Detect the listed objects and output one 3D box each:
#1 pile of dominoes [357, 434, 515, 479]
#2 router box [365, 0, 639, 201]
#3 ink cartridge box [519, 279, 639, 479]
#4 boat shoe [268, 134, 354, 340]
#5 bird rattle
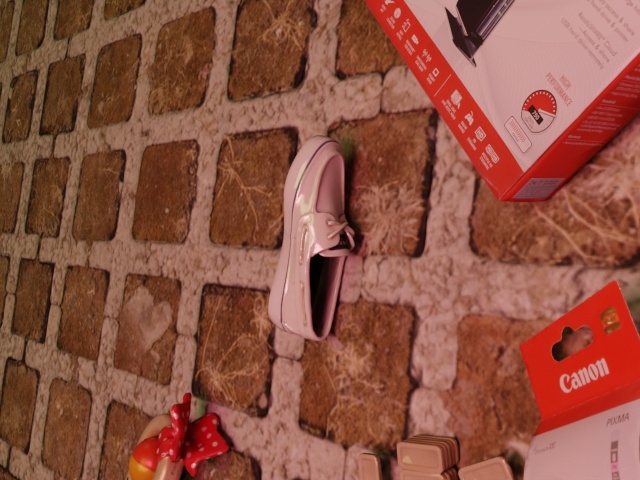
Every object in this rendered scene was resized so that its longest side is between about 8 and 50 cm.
[{"bbox_3d":[0.137,0.345,0.694,0.196,0.040,0.251,-10,84,41],"label":"pile of dominoes"},{"bbox_3d":[0.211,-0.260,0.635,0.301,0.082,0.335,-55,49,41],"label":"router box"},{"bbox_3d":[0.224,0.178,0.542,0.189,0.066,0.232,111,147,-61],"label":"ink cartridge box"},{"bbox_3d":[0.000,0.000,0.831,0.088,0.096,0.267,18,96,40],"label":"boat shoe"},{"bbox_3d":[-0.256,0.351,0.992,0.207,0.143,0.253,12,88,60],"label":"bird rattle"}]
